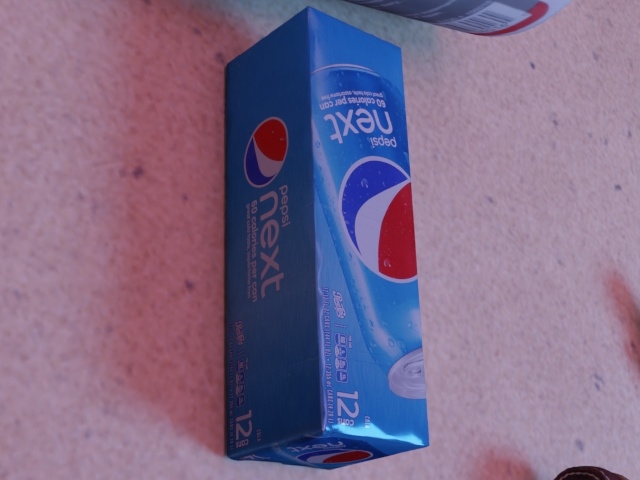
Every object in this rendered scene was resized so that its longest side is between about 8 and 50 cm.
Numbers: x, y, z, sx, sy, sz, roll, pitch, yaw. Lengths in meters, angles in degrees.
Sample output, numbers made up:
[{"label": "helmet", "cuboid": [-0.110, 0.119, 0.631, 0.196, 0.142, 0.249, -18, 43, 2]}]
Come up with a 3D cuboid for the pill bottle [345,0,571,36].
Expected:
[{"label": "pill bottle", "cuboid": [0.018, -0.209, 0.574, 0.283, 0.161, 0.161, 4, 70, -42]}]

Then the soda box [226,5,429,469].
[{"label": "soda box", "cuboid": [0.000, 0.000, 0.532, 0.067, 0.071, 0.210, 15, 63, -38]}]

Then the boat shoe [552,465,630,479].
[{"label": "boat shoe", "cuboid": [0.132, 0.213, 0.563, 0.073, 0.073, 0.207, 29, 55, -34]}]
